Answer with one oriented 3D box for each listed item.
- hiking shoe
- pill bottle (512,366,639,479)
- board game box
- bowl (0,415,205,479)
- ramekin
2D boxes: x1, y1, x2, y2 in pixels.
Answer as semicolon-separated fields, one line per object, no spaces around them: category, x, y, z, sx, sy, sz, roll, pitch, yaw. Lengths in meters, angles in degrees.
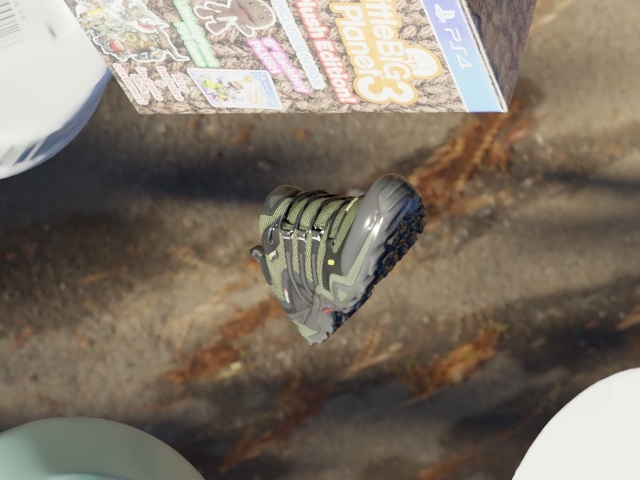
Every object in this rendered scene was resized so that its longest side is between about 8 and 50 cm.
hiking shoe;0.000;0.000;1.184;0.086;0.114;0.227;-44;175;-33
pill bottle;0.307;0.236;0.897;0.392;0.224;0.224;28;128;-25
board game box;0.002;-0.220;1.060;0.291;0.232;0.141;3;146;26
bowl;-0.202;0.305;1.264;0.311;0.312;0.163;-12;177;-16
ramekin;-0.303;-0.196;1.324;0.277;0.277;0.135;-8;178;-22
